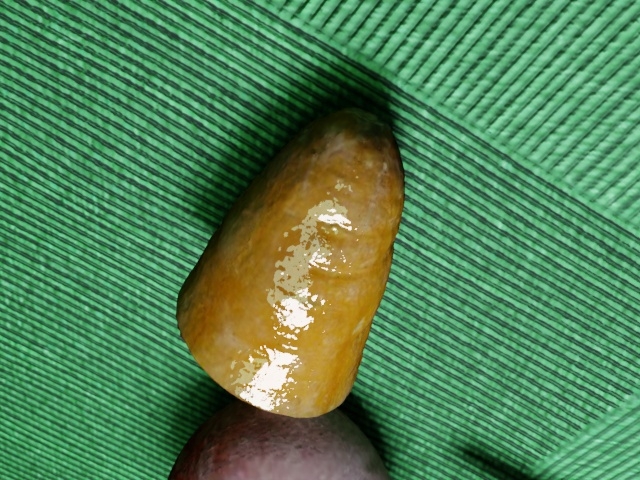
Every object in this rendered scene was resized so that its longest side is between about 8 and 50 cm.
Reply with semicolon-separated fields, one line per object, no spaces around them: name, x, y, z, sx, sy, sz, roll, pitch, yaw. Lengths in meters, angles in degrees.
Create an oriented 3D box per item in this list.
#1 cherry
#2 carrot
cherry;-0.040;0.257;1.078;0.239;0.206;0.239;15;142;13
carrot;0.000;0.000;0.889;0.159;0.159;0.225;24;122;-9
